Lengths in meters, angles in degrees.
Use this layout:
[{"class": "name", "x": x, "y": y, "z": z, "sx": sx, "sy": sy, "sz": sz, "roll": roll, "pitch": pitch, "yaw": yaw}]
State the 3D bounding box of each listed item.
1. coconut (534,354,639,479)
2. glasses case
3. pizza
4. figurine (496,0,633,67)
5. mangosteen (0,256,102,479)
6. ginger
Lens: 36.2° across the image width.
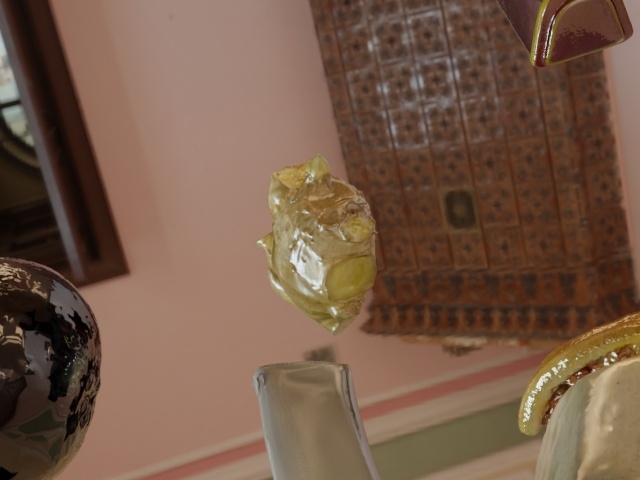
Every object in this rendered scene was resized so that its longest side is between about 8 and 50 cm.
[{"class": "coconut", "x": 0.331, "y": 0.263, "z": 0.803, "sx": 0.352, "sy": 0.352, "sz": 0.352, "roll": -12, "pitch": -164, "yaw": 3}, {"class": "glasses case", "x": 0.008, "y": 0.269, "z": 1.149, "sx": 0.128, "sy": 0.083, "sz": 0.308, "roll": -12, "pitch": -138, "yaw": -7}, {"class": "pizza", "x": 0.365, "y": 0.183, "z": 1.303, "sx": 0.271, "sy": 0.134, "sz": 0.056, "roll": -36, "pitch": -162, "yaw": 30}, {"class": "figurine", "x": 0.182, "y": -0.223, "z": 0.790, "sx": 0.082, "sy": 0.098, "sz": 0.154, "roll": -20, "pitch": -134, "yaw": 5}, {"class": "mangosteen", "x": -0.298, "y": 0.123, "z": 0.850, "sx": 0.216, "sy": 0.216, "sz": 0.216, "roll": -12, "pitch": -164, "yaw": 3}, {"class": "ginger", "x": 0.000, "y": 0.000, "z": 1.036, "sx": 0.102, "sy": 0.216, "sz": 0.157, "roll": -18, "pitch": -138, "yaw": -27}]
